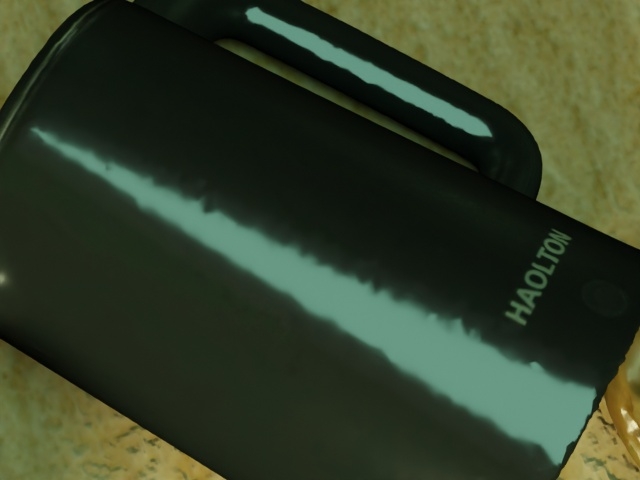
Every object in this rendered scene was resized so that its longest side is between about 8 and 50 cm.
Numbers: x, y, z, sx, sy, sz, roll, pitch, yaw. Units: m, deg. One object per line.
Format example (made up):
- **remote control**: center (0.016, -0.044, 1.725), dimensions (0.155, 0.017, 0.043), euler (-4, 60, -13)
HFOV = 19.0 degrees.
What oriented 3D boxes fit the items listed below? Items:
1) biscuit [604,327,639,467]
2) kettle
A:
- **biscuit**: center (0.328, 0.103, 1.017), dimensions (0.312, 0.057, 0.351), euler (-25, 82, -17)
- **kettle**: center (0.000, -0.001, 0.948), dimensions (0.308, 0.203, 0.262), euler (30, 78, 4)
